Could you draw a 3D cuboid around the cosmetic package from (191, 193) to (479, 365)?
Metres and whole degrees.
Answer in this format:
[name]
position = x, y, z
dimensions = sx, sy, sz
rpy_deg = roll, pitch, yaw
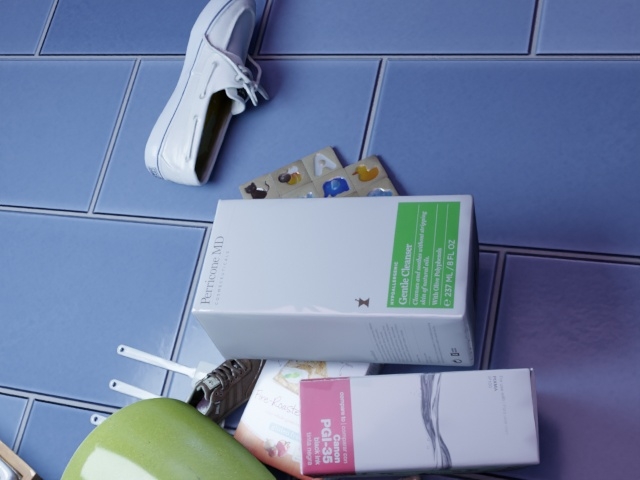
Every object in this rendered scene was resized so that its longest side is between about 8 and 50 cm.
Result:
[cosmetic package]
position = 0.030, 0.056, 1.211
dimensions = 0.365, 0.155, 0.197
rpy_deg = -1, 58, 14

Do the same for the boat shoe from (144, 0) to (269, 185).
[boat shoe]
position = -0.163, -0.261, 1.504
dimensions = 0.156, 0.136, 0.367
rpy_deg = 19, 79, 26

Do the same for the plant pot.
[plant pot]
position = -0.144, 0.373, 1.107
dimensions = 0.293, 0.274, 0.275
rpy_deg = 13, 73, 42

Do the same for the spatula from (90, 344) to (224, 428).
[spatula]
position = -0.251, 0.259, 1.383
dimensions = 0.242, 0.019, 0.168
rpy_deg = 12, 74, 24

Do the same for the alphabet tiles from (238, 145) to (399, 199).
[alphabet tiles]
position = 0.000, 0.000, 1.360
dimensions = 0.285, 0.011, 0.343
rpy_deg = -25, 53, -1

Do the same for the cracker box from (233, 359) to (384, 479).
[cracker box]
position = -0.013, 0.227, 1.281
dimensions = 0.155, 0.067, 0.232
rpy_deg = 16, 74, 25

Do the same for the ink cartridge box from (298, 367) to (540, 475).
[ink cartridge box]
position = 0.120, 0.237, 1.108
dimensions = 0.282, 0.207, 0.117
rpy_deg = -3, 73, 3

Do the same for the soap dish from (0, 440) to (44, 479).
[soap dish]
position = -0.598, 0.394, 1.398
dimensions = 0.290, 0.118, 0.229
rpy_deg = 29, 80, 28

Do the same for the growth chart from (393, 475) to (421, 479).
[growth chart]
position = 0.046, 0.403, 1.122
dimensions = 0.171, 0.021, 0.237
rpy_deg = -18, 27, 17

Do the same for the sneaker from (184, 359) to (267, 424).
[sneaker]
position = -0.146, 0.222, 1.317
dimensions = 0.066, 0.071, 0.188
rpy_deg = 36, 79, 28
